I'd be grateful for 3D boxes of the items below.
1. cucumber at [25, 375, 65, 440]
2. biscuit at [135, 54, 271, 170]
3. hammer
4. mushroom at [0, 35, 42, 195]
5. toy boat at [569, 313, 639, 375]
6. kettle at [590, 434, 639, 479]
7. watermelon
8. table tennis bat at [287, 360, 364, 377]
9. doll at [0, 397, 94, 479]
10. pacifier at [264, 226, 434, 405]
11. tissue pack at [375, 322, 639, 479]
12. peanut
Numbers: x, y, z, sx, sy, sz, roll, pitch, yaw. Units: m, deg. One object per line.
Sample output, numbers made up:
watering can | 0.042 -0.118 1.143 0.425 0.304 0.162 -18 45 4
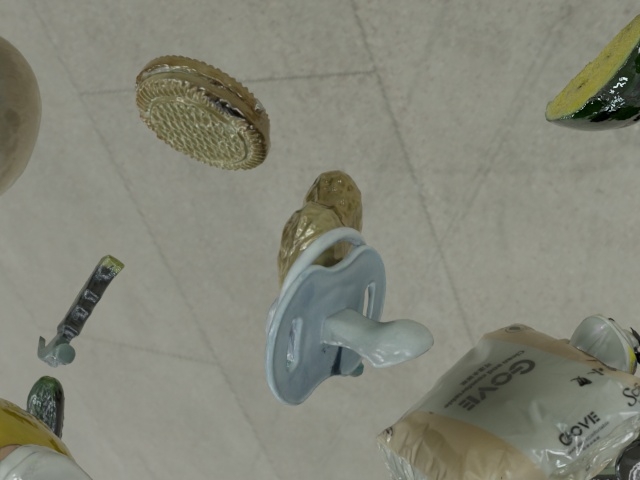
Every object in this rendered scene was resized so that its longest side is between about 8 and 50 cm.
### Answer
cucumber | -0.462 0.333 1.583 0.074 0.074 0.241 24 109 24
biscuit | -0.196 -0.208 1.603 0.259 0.079 0.259 20 154 10
hammer | -0.443 0.130 1.777 0.041 0.226 0.159 38 158 -24
mushroom | -0.679 -0.222 1.813 0.362 0.362 0.294 28 177 21
toy boat | 0.517 0.230 1.757 0.141 0.141 0.269 32 137 16
kettle | 0.683 0.351 1.798 0.361 0.377 0.250 -11 112 49
watermelon | 0.431 -0.240 1.417 0.301 0.123 0.129 129 139 -54
table tennis bat | 0.019 0.206 1.640 0.124 0.201 0.033 -23 66 23
doll | -0.307 0.219 0.887 0.423 0.161 0.348 22 147 20
pacifier | 0.049 0.111 1.270 0.207 0.279 0.227 21 114 29
tissue pack | 0.304 0.312 1.579 0.195 0.375 0.390 57 164 -22
peanut | 0.000 0.000 1.471 0.110 0.233 0.196 22 134 8
